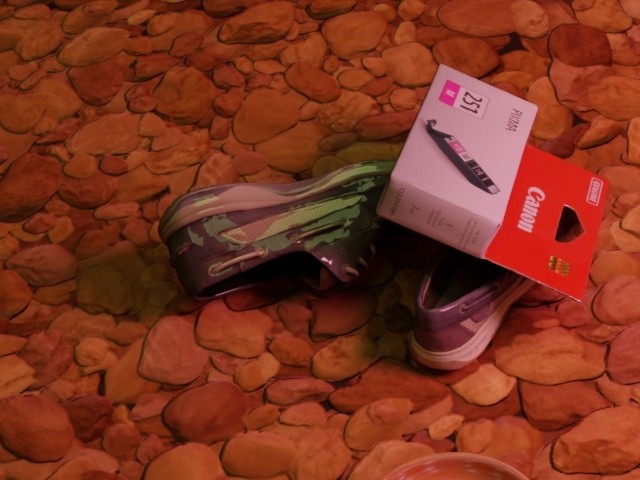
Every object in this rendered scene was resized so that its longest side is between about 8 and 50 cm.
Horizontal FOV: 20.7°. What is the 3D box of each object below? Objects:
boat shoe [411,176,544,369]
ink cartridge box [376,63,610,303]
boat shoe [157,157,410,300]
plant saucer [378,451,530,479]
[{"bbox_3d":[0.182,0.018,1.925,0.103,0.092,0.285,19,51,24],"label":"boat shoe"},{"bbox_3d":[0.205,-0.069,1.923,0.239,0.060,0.275,23,35,2],"label":"ink cartridge box"},{"bbox_3d":[0.000,0.000,1.963,0.355,0.132,0.130,-10,72,-8],"label":"boat shoe"},{"bbox_3d":[0.130,0.296,1.707,0.200,0.037,0.200,-3,46,3],"label":"plant saucer"}]
